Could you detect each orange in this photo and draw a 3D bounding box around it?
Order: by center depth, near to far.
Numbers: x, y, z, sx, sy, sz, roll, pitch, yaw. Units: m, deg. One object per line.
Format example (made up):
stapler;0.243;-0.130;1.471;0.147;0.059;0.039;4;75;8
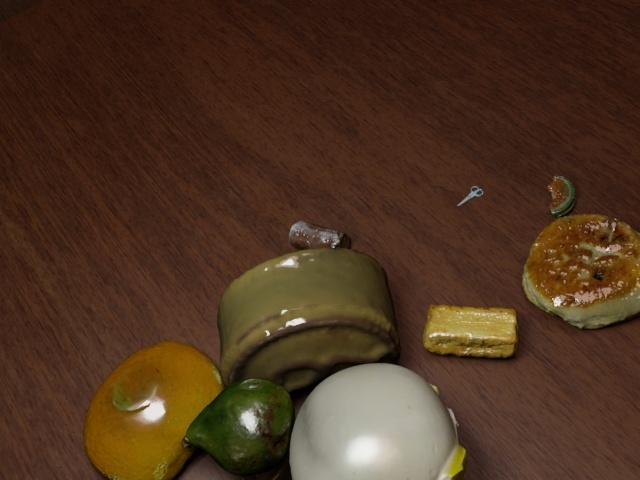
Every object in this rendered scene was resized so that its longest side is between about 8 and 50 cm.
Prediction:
orange;-0.362;0.368;1.662;0.263;0.196;0.334;36;60;15

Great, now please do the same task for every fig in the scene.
fig;-0.170;0.377;1.524;0.245;0.195;0.195;-6;54;6

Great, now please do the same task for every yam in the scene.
yam;-0.001;-0.001;1.908;0.141;0.079;0.079;18;60;23

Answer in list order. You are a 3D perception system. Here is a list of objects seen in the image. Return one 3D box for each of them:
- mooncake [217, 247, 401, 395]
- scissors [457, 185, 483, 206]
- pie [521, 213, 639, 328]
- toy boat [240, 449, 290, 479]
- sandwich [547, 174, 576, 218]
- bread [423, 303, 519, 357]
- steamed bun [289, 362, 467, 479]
mooncake;-0.031;0.203;1.679;0.394;0.393;0.246;-41;46;31
scissors;0.383;-0.111;1.963;0.083;0.006;0.036;-37;59;-16
pie;0.623;0.060;1.753;0.315;0.092;0.315;-6;53;8
toy boat;-0.119;0.448;1.617;0.116;0.061;0.188;2;55;9
sandwich;0.608;-0.114;1.913;0.067;0.029;0.135;2;55;10
bread;0.336;0.204;1.700;0.211;0.083;0.113;4;51;13
steamed bun;0.104;0.403;1.444;0.334;0.333;0.374;-14;27;0
